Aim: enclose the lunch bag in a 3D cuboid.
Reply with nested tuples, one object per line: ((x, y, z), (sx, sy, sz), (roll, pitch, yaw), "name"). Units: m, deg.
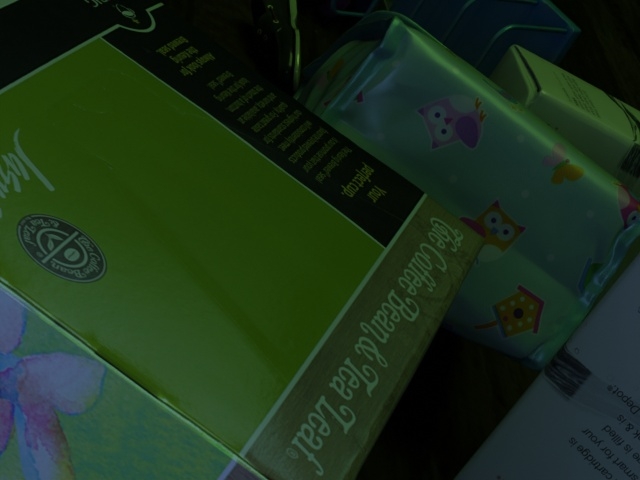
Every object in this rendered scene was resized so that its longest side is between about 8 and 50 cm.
((0.078, -0.039, 1.260), (0.223, 0.160, 0.262), (36, 1, -8), "lunch bag")

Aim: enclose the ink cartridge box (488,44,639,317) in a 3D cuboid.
((0.206, -0.021, 1.465), (0.237, 0.172, 0.100), (26, 23, -21), "ink cartridge box")

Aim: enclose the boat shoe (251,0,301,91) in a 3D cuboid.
((-0.037, -0.169, 1.588), (0.042, 0.049, 0.133), (1, 39, -8), "boat shoe")

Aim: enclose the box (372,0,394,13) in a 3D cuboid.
((0.148, -0.117, 1.717), (0.231, 0.056, 0.183), (25, 25, -24), "box")

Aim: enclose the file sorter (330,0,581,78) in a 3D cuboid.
((0.108, -0.186, 1.580), (0.104, 0.118, 0.170), (-2, 43, -49), "file sorter")

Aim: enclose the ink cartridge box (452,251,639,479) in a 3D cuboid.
((0.243, 0.116, 1.129), (0.198, 0.273, 0.115), (45, 22, 20), "ink cartridge box")

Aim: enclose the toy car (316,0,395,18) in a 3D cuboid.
((0.021, -0.276, 1.773), (0.182, 0.159, 0.136), (31, 58, -12), "toy car")

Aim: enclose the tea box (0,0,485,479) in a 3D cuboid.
((-0.136, 0.035, 0.836), (0.323, 0.220, 0.329), (36, 23, 3), "tea box")
